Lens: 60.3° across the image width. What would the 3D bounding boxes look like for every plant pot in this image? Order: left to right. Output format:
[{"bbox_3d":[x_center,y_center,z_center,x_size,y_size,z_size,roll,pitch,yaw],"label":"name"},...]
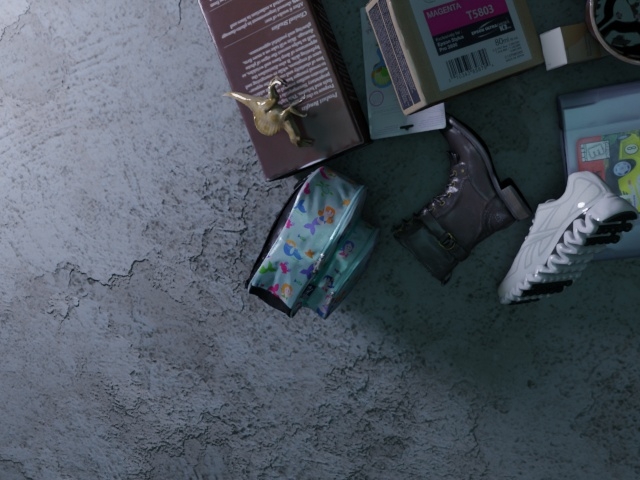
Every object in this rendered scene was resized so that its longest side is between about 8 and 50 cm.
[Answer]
[{"bbox_3d":[0.450,-0.330,0.766,0.167,0.165,0.167,5,108,14],"label":"plant pot"}]

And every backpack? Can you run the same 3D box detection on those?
[{"bbox_3d":[0.000,0.000,0.988,0.191,0.225,0.254,25,108,7],"label":"backpack"}]

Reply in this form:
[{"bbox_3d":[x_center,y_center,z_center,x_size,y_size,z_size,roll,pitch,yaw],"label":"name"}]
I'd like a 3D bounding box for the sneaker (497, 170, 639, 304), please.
[{"bbox_3d":[0.392,0.007,0.931,0.292,0.110,0.118,-61,40,44],"label":"sneaker"}]

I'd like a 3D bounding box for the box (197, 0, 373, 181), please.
[{"bbox_3d":[-0.062,-0.318,0.990,0.191,0.143,0.381,-19,94,17],"label":"box"}]

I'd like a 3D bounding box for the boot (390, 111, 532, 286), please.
[{"bbox_3d":[0.220,-0.072,0.991,0.229,0.091,0.263,-37,85,24],"label":"boot"}]

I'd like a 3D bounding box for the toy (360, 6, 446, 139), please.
[{"bbox_3d":[0.150,-0.305,0.976,0.136,0.056,0.237,-5,93,26],"label":"toy"}]

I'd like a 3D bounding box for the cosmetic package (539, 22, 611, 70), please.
[{"bbox_3d":[0.411,-0.314,0.882,0.115,0.041,0.060,-19,98,-25],"label":"cosmetic package"}]

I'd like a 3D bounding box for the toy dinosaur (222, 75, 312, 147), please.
[{"bbox_3d":[-0.085,-0.224,0.915,0.183,0.053,0.093,34,109,6],"label":"toy dinosaur"}]

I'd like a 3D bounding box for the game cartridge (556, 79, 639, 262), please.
[{"bbox_3d":[0.515,-0.115,0.924,0.196,0.060,0.294,-9,98,12],"label":"game cartridge"}]

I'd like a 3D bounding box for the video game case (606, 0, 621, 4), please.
[{"bbox_3d":[0.406,-0.574,0.825,0.329,0.036,0.300,35,108,3],"label":"video game case"}]

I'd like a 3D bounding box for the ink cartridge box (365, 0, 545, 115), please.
[{"bbox_3d":[0.218,-0.333,0.886,0.234,0.088,0.193,-23,97,-13],"label":"ink cartridge box"}]
